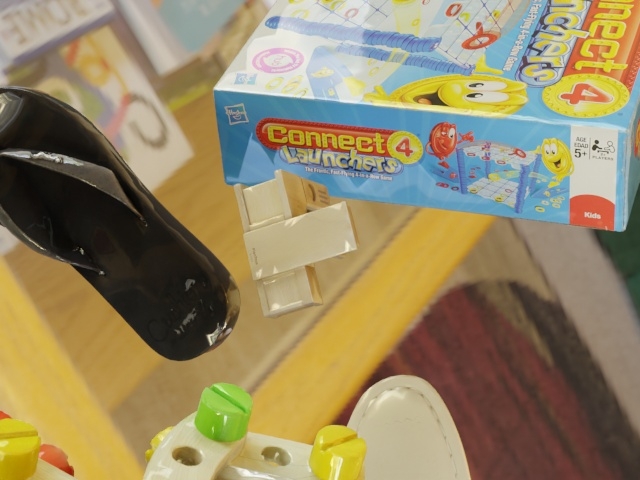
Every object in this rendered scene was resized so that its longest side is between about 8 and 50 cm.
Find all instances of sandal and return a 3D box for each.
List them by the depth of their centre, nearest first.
[{"bbox_3d":[-0.160,-0.019,1.048,0.254,0.097,0.054,36,18,15],"label":"sandal"}]

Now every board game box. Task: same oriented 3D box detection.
[{"bbox_3d":[0.113,-0.143,1.224,0.308,0.302,0.086,-62,153,-49],"label":"board game box"}]

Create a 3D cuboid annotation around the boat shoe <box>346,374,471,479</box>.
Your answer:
[{"bbox_3d":[0.085,0.269,1.233,0.097,0.117,0.324,16,65,-66],"label":"boat shoe"}]

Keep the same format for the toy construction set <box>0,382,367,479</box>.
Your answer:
[{"bbox_3d":[-0.157,0.129,0.853,0.215,0.328,0.151,-39,136,-55],"label":"toy construction set"}]

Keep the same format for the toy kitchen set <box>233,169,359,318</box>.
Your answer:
[{"bbox_3d":[0.000,0.000,0.963,0.075,0.068,0.083,16,59,-67],"label":"toy kitchen set"}]
